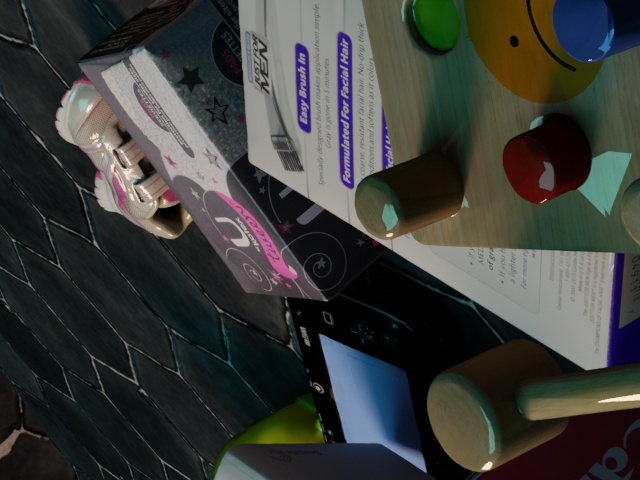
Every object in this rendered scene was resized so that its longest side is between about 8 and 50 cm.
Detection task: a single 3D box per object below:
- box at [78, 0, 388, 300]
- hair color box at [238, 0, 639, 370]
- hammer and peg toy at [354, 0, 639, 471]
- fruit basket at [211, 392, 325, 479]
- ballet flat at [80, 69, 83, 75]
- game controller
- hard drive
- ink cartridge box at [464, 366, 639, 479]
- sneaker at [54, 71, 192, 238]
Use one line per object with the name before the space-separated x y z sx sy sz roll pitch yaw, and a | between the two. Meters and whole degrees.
box | -0.049 -0.087 1.449 0.247 0.142 0.163 54 161 -17
hair color box | 0.093 -0.077 1.157 0.339 0.110 0.185 31 138 37
hammer and peg toy | 0.131 -0.066 0.911 0.266 0.127 0.361 1 108 49
fruit basket | -0.070 0.321 2.091 0.283 0.392 0.392 23 149 50
ballet flat | -0.223 -0.160 1.847 0.041 0.041 0.114 36 157 31
game controller | 0.059 0.155 1.726 0.166 0.067 0.319 14 139 26
hard drive | 0.108 0.271 1.538 0.353 0.047 0.233 29 -167 36
ink cartridge box | 0.170 0.187 1.252 0.130 0.309 0.272 45 160 8
sneaker | -0.176 -0.091 1.805 0.111 0.103 0.252 33 163 27
